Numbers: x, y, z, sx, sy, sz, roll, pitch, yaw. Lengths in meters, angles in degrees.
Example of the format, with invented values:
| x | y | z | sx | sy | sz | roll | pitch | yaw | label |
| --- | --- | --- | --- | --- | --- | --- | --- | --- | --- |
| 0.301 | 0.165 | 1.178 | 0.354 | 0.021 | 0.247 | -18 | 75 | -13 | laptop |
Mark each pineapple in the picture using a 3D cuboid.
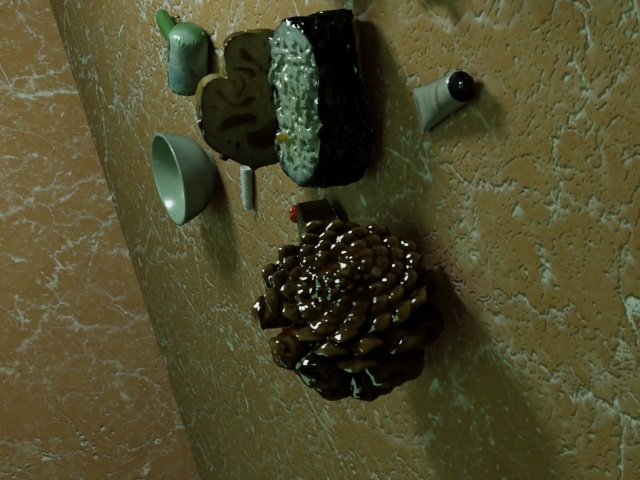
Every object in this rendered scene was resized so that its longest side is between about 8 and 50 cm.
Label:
| x | y | z | sx | sy | sz | roll | pitch | yaw | label |
| --- | --- | --- | --- | --- | --- | --- | --- | --- | --- |
| 0.000 | 0.000 | 1.791 | 0.236 | 0.115 | 0.186 | 26 | 126 | 60 | pineapple |

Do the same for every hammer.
| x | y | z | sx | sy | sz | roll | pitch | yaw | label |
| --- | --- | --- | --- | --- | --- | --- | --- | --- | --- |
| -0.419 | -0.584 | 2.307 | 0.206 | 0.119 | 0.335 | 102 | 149 | -41 | hammer |

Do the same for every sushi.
| x | y | z | sx | sy | sz | roll | pitch | yaw | label |
| --- | --- | --- | --- | --- | --- | --- | --- | --- | --- |
| 0.006 | -0.277 | 1.568 | 0.211 | 0.171 | 0.349 | 23 | 124 | 55 | sushi |

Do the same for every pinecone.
| x | y | z | sx | sy | sz | roll | pitch | yaw | label |
| --- | --- | --- | --- | --- | --- | --- | --- | --- | --- |
| 0.060 | 0.165 | 1.528 | 0.384 | 0.385 | 0.384 | 38 | 136 | 50 | pinecone |

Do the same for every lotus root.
| x | y | z | sx | sy | sz | roll | pitch | yaw | label |
| --- | --- | --- | --- | --- | --- | --- | --- | --- | --- |
| -0.158 | -0.328 | 1.744 | 0.250 | 0.316 | 0.315 | -141 | 43 | -61 | lotus root |

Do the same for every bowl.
| x | y | z | sx | sy | sz | roll | pitch | yaw | label |
| --- | --- | --- | --- | --- | --- | --- | --- | --- | --- |
| -0.406 | -0.202 | 2.426 | 0.289 | 0.146 | 0.289 | 40 | 139 | 47 | bowl |

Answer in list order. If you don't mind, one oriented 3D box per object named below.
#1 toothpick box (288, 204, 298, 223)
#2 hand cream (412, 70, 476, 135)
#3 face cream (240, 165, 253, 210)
| x | y | z | sx | sy | sz | roll | pitch | yaw | label |
| --- | --- | --- | --- | --- | --- | --- | --- | --- | --- |
| -0.038 | -0.065 | 1.898 | 0.083 | 0.047 | 0.047 | 0 | 104 | 61 | toothpick box |
| 0.205 | -0.242 | 1.342 | 0.186 | 0.054 | 0.087 | 162 | 96 | -70 | hand cream |
| -0.204 | -0.144 | 2.190 | 0.034 | 0.034 | 0.130 | 39 | 137 | 50 | face cream |
